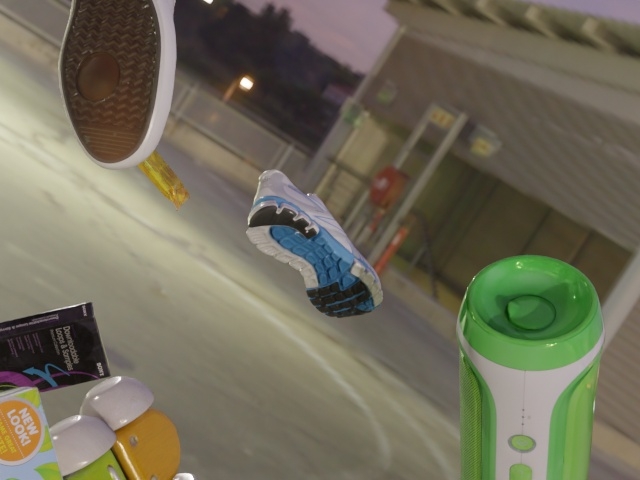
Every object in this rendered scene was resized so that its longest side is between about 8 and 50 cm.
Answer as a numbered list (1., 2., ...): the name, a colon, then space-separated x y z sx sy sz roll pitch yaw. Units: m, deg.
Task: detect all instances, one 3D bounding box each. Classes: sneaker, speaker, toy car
1. sneaker: -0.162 -0.192 1.119 0.106 0.290 0.123 -9 -17 18
2. sneaker: 0.000 0.000 1.186 0.190 0.071 0.083 49 26 -40
3. speaker: 0.183 0.156 1.115 0.131 0.131 0.296 36 -34 37
4. toy car: -0.212 0.229 1.185 0.159 0.136 0.182 66 28 -13

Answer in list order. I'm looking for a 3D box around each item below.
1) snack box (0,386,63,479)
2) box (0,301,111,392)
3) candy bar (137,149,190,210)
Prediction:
1. snack box: -0.164 0.123 0.471 0.141 0.100 0.037 -16 2 -35
2. box: -0.335 0.135 1.465 0.116 0.162 0.029 85 -12 -47
3. candy bar: -0.194 -0.099 1.305 0.161 0.018 0.040 48 27 -5
